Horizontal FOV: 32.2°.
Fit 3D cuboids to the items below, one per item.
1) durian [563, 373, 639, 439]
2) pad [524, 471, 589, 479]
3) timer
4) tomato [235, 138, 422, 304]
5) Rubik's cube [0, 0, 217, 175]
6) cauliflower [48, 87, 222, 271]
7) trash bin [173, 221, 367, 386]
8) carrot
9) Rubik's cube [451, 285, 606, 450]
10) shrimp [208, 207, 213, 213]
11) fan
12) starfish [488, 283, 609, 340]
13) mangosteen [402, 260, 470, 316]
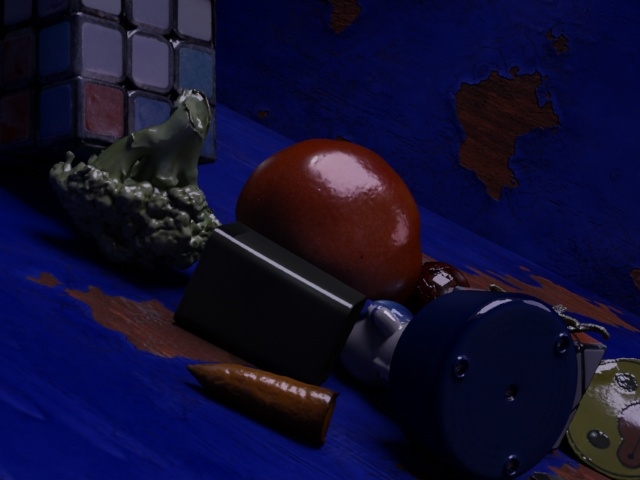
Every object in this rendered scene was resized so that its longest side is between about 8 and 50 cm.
[{"bbox_3d":[0.433,0.271,1.971,0.187,0.153,0.260,-12,57,-31],"label":"durian"},{"bbox_3d":[0.416,0.408,1.588,0.174,0.022,0.233,17,14,-33],"label":"pad"},{"bbox_3d":[0.160,0.178,1.658,0.270,0.270,0.383,16,0,-34],"label":"timer"},{"bbox_3d":[0.000,0.000,1.894,0.341,0.341,0.273,30,40,29],"label":"tomato"},{"bbox_3d":[-0.429,-0.304,2.092,0.359,0.363,0.362,-3,-5,38],"label":"Rubik's cube"},{"bbox_3d":[-0.277,-0.077,1.817,0.327,0.281,0.260,12,43,-24],"label":"cauliflower"},{"bbox_3d":[-0.074,0.102,1.674,0.241,0.164,0.122,29,13,12],"label":"trash bin"},{"bbox_3d":[-0.080,0.201,1.448,0.205,0.072,0.072,18,11,2],"label":"carrot"},{"bbox_3d":[0.304,0.211,1.808,0.205,0.205,0.207,31,15,36],"label":"Rubik's cube"},{"bbox_3d":[-0.308,-0.064,2.243,0.217,0.051,0.115,16,20,-38],"label":"shrimp"},{"bbox_3d":[0.556,0.321,1.881,0.335,0.229,0.011,29,-28,10],"label":"fan"},{"bbox_3d":[0.335,0.112,1.649,0.208,0.053,0.176,14,-2,-15],"label":"starfish"},{"bbox_3d":[0.233,0.133,2.193,0.180,0.166,0.166,54,19,13],"label":"mangosteen"}]
